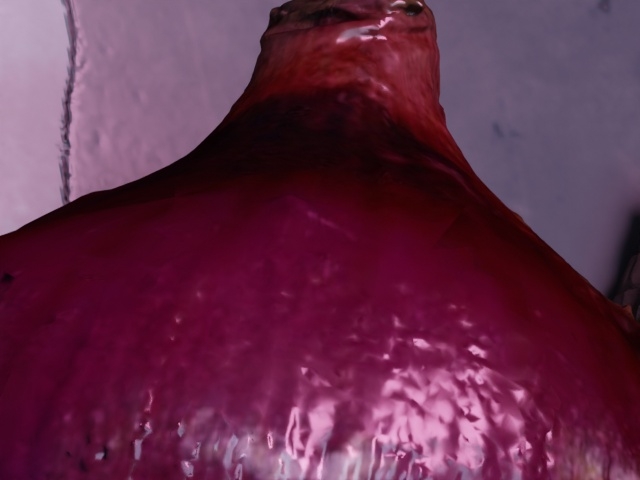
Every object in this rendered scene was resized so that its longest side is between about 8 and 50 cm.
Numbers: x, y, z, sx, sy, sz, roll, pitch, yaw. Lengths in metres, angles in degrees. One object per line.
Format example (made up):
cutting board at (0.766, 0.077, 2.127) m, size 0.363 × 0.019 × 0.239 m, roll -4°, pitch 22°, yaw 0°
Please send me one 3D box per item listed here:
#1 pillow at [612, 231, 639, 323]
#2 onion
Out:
pillow at (0.224, 0.135, 0.938) m, size 0.228 × 0.101 × 0.326 m, roll 32°, pitch 61°, yaw -15°
onion at (-0.009, 0.063, 0.703) m, size 0.348 × 0.348 × 0.385 m, roll 15°, pitch 71°, yaw -24°
